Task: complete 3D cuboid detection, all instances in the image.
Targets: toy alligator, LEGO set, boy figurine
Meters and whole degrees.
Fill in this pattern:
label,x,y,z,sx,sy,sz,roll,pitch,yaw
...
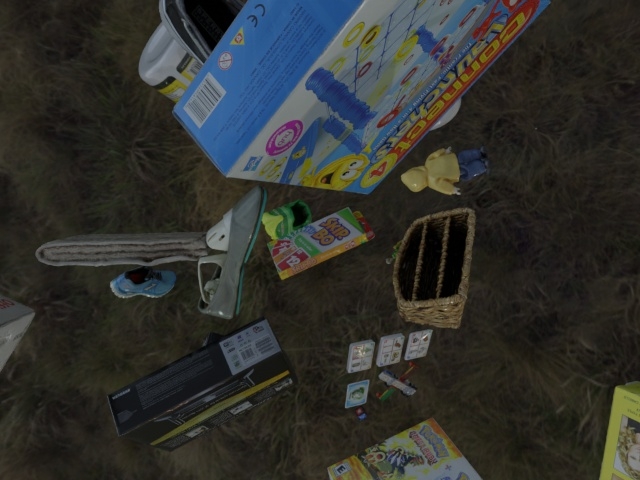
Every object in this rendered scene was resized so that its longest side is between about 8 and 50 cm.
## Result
label,x,y,z,sx,sy,sz,roll,pitch,yaw
toy alligator,0.306,0.039,1.916,0.051,0.189,0.056,-30,93,38
LEGO set,0.132,0.285,1.096,0.182,0.060,0.244,-8,125,-17
boy figurine,0.412,-0.221,1.668,0.285,0.092,0.177,-17,65,12

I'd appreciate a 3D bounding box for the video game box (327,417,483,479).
label,x,y,z,sx,sy,sz,roll,pitch,yaw
video game box,0.133,0.363,0.700,0.187,0.205,0.048,-18,119,-16

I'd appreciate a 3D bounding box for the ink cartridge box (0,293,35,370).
label,x,y,z,sx,sy,sz,roll,pitch,yaw
ink cartridge box,-0.719,0.113,0.802,0.395,0.285,0.166,29,85,-11

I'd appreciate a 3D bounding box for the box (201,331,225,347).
label,x,y,z,sx,sy,sz,roll,pitch,yaw
box,-0.255,0.359,1.427,0.180,0.147,0.077,22,145,-15

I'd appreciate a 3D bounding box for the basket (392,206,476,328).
label,x,y,z,sx,sy,sz,roll,pitch,yaw
basket,0.314,0.067,1.436,0.213,0.223,0.299,8,62,15

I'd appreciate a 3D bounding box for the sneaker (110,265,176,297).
label,x,y,z,sx,sy,sz,roll,pitch,yaw
sneaker,-0.395,0.092,1.170,0.073,0.162,0.063,-42,71,29

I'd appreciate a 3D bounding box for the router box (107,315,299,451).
label,x,y,z,sx,sy,sz,roll,pitch,yaw
router box,-0.207,0.288,0.984,0.309,0.243,0.081,-26,61,-9

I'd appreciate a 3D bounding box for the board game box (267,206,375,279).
label,x,y,z,sx,sy,sz,roll,pitch,yaw
board game box,0.000,0.000,1.293,0.259,0.124,0.039,-23,131,-4

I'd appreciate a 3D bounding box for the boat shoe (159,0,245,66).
label,x,y,z,sx,sy,sz,roll,pitch,yaw
boat shoe,-0.073,-0.217,0.666,0.108,0.301,0.102,-49,36,-2

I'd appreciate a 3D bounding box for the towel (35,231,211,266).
label,x,y,z,sx,sy,sz,roll,pitch,yaw
towel,-0.345,0.015,0.947,0.282,0.187,0.049,-1,95,-6

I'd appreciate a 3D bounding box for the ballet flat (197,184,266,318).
label,x,y,z,sx,sy,sz,roll,pitch,yaw
ballet flat,-0.125,0.019,0.674,0.068,0.072,0.213,10,121,-14

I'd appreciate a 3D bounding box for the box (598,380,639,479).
label,x,y,z,sx,sy,sz,roll,pitch,yaw
box,0.267,0.229,0.406,0.058,0.087,0.232,19,105,60

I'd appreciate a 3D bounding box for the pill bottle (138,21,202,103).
label,x,y,z,sx,sy,sz,roll,pitch,yaw
pill bottle,-0.229,-0.358,1.178,0.188,0.334,0.188,-24,52,33

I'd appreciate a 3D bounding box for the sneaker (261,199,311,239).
label,x,y,z,sx,sy,sz,roll,pitch,yaw
sneaker,-0.074,-0.059,1.551,0.123,0.295,0.109,-23,89,17

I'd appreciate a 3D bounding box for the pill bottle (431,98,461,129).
label,x,y,z,sx,sy,sz,roll,pitch,yaw
pill bottle,0.173,-0.348,0.939,0.153,0.153,0.265,-9,66,24

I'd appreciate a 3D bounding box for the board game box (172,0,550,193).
label,x,y,z,sx,sy,sz,roll,pitch,yaw
board game box,0.064,-0.187,0.495,0.308,0.302,0.086,-47,71,22
